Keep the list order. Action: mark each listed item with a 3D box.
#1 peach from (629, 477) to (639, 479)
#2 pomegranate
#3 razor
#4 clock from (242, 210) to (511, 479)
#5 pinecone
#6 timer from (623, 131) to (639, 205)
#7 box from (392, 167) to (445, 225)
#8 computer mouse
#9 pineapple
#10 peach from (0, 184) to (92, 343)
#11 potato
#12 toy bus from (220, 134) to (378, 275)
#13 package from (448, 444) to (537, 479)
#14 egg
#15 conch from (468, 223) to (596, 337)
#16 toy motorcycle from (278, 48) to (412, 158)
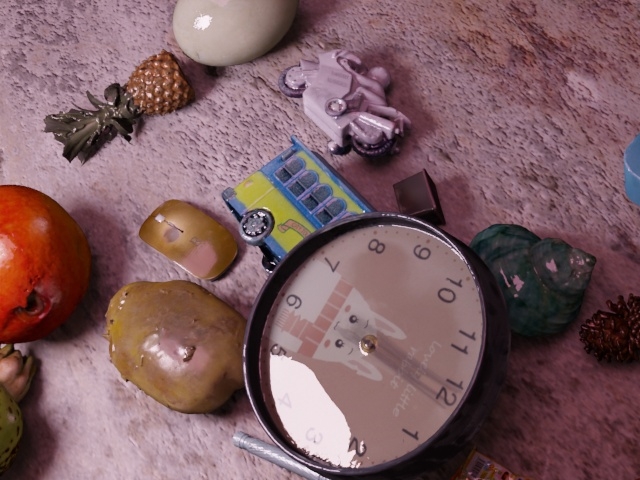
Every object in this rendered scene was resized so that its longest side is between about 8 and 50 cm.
[{"bbox_3d":[0.465,0.433,1.317,0.373,0.290,0.372,-4,62,7],"label":"peach"},{"bbox_3d":[-0.564,0.288,1.830,0.222,0.276,0.204,15,106,20],"label":"pomegranate"},{"bbox_3d":[-0.039,0.327,1.679,0.232,0.106,0.068,17,67,36],"label":"razor"},{"bbox_3d":[0.067,0.142,1.554,0.386,0.076,0.386,-12,65,26],"label":"clock"},{"bbox_3d":[0.426,0.130,1.623,0.109,0.102,0.102,-25,56,7],"label":"pinecone"},{"bbox_3d":[0.613,-0.115,1.710,0.250,0.091,0.232,35,76,27],"label":"timer"},{"bbox_3d":[0.160,-0.062,1.847,0.063,0.060,0.084,-21,58,12],"label":"box"},{"bbox_3d":[-0.230,-0.005,1.951,0.199,0.045,0.102,33,73,30],"label":"computer mouse"},{"bbox_3d":[-0.376,-0.247,2.093,0.277,0.130,0.119,-31,44,1],"label":"pineapple"},{"bbox_3d":[-0.508,0.043,1.902,0.281,0.238,0.281,13,35,-9],"label":"peach"},{"bbox_3d":[-0.231,0.159,1.801,0.296,0.141,0.191,26,69,32],"label":"potato"},{"bbox_3d":[0.000,0.000,1.808,0.190,0.152,0.312,-40,57,-6],"label":"toy bus"},{"bbox_3d":[0.234,0.357,1.595,0.121,0.031,0.108,27,73,24],"label":"package"},{"bbox_3d":[-0.153,-0.421,2.080,0.253,0.186,0.186,-32,56,2],"label":"egg"},{"bbox_3d":[0.310,0.049,1.685,0.202,0.134,0.196,1,63,20],"label":"conch"},{"bbox_3d":[0.056,-0.249,1.967,0.171,0.110,0.260,-38,61,-19],"label":"toy motorcycle"}]
